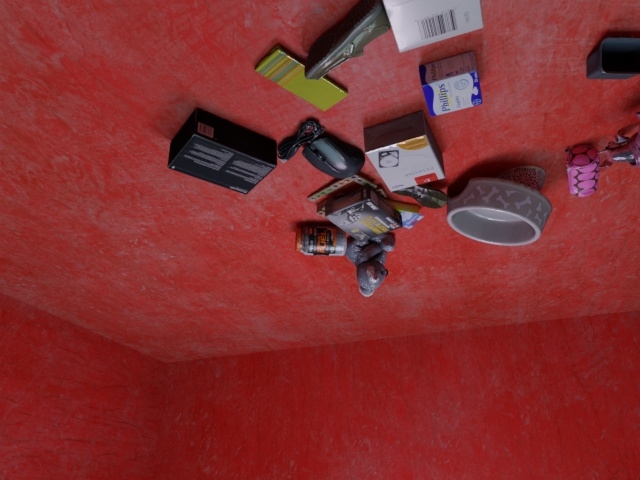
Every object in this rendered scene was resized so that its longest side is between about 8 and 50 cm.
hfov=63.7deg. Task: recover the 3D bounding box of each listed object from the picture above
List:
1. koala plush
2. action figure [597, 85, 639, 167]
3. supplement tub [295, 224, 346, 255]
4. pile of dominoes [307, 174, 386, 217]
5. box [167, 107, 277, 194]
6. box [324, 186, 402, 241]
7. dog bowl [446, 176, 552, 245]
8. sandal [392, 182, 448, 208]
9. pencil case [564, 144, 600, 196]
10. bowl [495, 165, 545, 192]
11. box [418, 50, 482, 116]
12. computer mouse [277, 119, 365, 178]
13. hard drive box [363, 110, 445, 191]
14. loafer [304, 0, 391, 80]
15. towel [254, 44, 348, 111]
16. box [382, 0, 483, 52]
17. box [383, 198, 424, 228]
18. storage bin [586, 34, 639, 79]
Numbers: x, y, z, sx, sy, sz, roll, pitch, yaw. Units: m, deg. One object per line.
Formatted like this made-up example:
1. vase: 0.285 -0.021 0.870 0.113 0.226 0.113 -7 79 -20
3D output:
1. koala plush: 0.194 0.103 2.079 0.203 0.221 0.196 3 153 -9
2. action figure: 0.939 -0.272 1.377 0.370 0.275 0.248 -28 151 18
3. supplement tub: 0.000 0.000 1.983 0.190 0.117 0.117 1 152 -6
4. pile of dominoes: 0.095 -0.138 1.786 0.196 0.040 0.251 21 150 -36
5. box: -0.283 -0.250 1.502 0.261 0.103 0.184 18 144 -33
6. box: 0.153 -0.086 1.803 0.183 0.056 0.231 -21 145 30
7. dog bowl: 0.589 -0.086 1.742 0.349 0.102 0.349 16 164 5
8. sandal: 0.331 -0.173 1.743 0.219 0.060 0.090 18 144 -6
9. pencil case: 0.833 -0.216 1.647 0.098 0.095 0.209 -43 142 2
10. bowl: 0.675 -0.171 1.733 0.170 0.080 0.170 -2 152 -1
11. box: 0.329 -0.391 1.299 0.137 0.072 0.126 -11 151 18
12. computer mouse: 0.020 -0.247 1.558 0.272 0.072 0.188 18 146 -33
13. hard drive box: 0.253 -0.258 1.533 0.181 0.089 0.232 -14 151 23
14. loafer: 0.061 -0.437 1.169 0.087 0.094 0.251 26 142 -35
15. towel: -0.045 -0.406 1.308 0.237 0.021 0.102 21 151 -38
16. box: 0.218 -0.502 1.026 0.181 0.119 0.182 -11 150 18
17. box: 0.275 -0.098 1.890 0.178 0.042 0.109 10 150 -20
18. storage bin: 0.710 -0.433 1.235 0.135 0.098 0.091 0 180 -3
